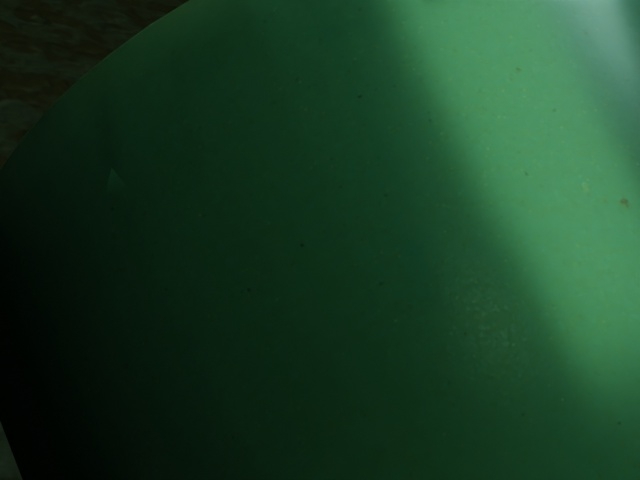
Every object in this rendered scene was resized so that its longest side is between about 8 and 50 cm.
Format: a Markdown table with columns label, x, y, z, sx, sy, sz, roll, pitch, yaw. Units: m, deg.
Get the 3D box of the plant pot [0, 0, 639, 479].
| label | x | y | z | sx | sy | sz | roll | pitch | yaw |
| --- | --- | --- | --- | --- | --- | --- | --- | --- | --- |
| plant pot | 0.053 | 0.084 | 0.557 | 0.293 | 0.293 | 0.235 | 5 | 48 | -35 |
